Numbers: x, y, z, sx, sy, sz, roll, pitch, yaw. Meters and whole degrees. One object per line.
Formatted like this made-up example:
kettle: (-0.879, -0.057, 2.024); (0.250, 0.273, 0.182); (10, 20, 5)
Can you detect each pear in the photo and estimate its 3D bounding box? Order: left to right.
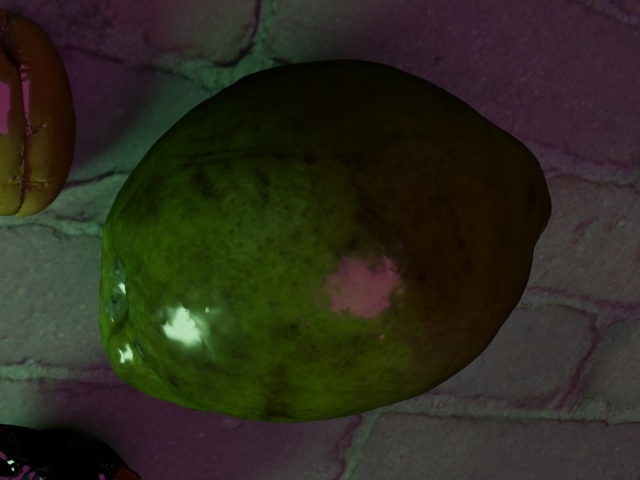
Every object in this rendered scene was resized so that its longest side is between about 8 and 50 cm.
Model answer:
pear: (0.000, 0.000, 0.913); (0.413, 0.352, 0.352); (-17, 123, -19)

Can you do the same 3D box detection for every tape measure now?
tape measure: (-0.286, 0.298, 1.049); (0.222, 0.135, 0.202); (21, 96, -40)

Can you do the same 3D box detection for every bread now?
bread: (-0.269, -0.101, 0.879); (0.114, 0.077, 0.189); (-5, 121, -20)
